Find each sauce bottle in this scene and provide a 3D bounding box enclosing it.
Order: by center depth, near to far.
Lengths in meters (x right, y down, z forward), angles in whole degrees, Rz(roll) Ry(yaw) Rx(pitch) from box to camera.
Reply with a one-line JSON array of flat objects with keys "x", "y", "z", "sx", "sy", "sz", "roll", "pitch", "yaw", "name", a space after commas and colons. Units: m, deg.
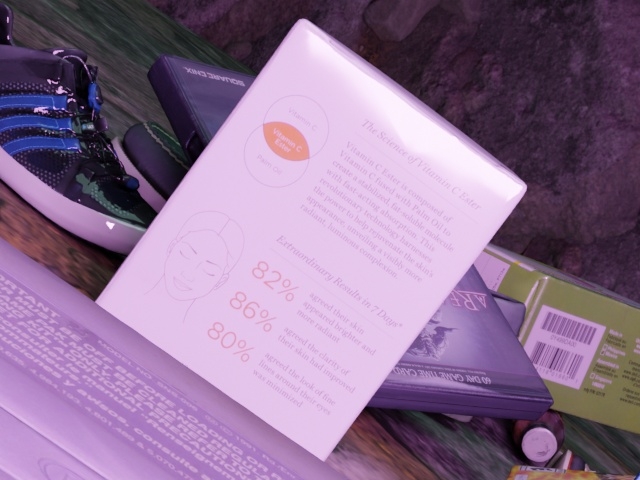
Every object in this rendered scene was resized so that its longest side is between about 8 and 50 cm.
[{"x": 0.166, "y": 0.146, "z": 1.223, "sx": 0.042, "sy": 0.042, "sz": 0.128, "roll": 36, "pitch": 8, "yaw": 3, "name": "sauce bottle"}]

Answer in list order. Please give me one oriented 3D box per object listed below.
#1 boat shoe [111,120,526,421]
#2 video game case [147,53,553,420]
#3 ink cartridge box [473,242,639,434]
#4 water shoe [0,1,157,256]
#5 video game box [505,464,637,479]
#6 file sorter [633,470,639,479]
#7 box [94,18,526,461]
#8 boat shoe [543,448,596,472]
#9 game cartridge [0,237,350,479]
[{"x": 0.000, "y": 0.000, "z": 1.126, "sx": 0.319, "sy": 0.099, "sz": 0.116, "roll": 35, "pitch": 8, "yaw": -1, "name": "boat shoe"}, {"x": 0.017, "y": -0.004, "z": 1.015, "sx": 0.196, "sy": 0.026, "sz": 0.274, "roll": 10, "pitch": 39, "yaw": -40, "name": "video game case"}, {"x": 0.144, "y": 0.053, "z": 1.299, "sx": 0.189, "sy": 0.097, "sz": 0.255, "roll": 19, "pitch": 7, "yaw": -37, "name": "ink cartridge box"}, {"x": -0.151, "y": -0.069, "z": 0.901, "sx": 0.203, "sy": 0.080, "sz": 0.073, "roll": 38, "pitch": 7, "yaw": 19, "name": "water shoe"}, {"x": 0.179, "y": 0.154, "z": 0.799, "sx": 0.187, "sy": 0.048, "sz": 0.205, "roll": 6, "pitch": 1, "yaw": 10, "name": "video game box"}, {"x": 0.161, "y": 0.142, "z": 0.643, "sx": 0.118, "sy": 0.170, "sz": 0.104, "roll": 37, "pitch": 2, "yaw": 8, "name": "file sorter"}, {"x": -0.005, "y": 0.001, "z": 0.761, "sx": 0.130, "sy": 0.170, "sz": 0.091, "roll": 37, "pitch": 6, "yaw": -2, "name": "box"}, {"x": 0.160, "y": 0.164, "z": 1.034, "sx": 0.043, "sy": 0.049, "sz": 0.137, "roll": 39, "pitch": 2, "yaw": 8, "name": "boat shoe"}, {"x": -0.048, "y": 0.086, "z": 0.433, "sx": 0.355, "sy": 0.068, "sz": 0.230, "roll": 36, "pitch": 2, "yaw": -4, "name": "game cartridge"}]
